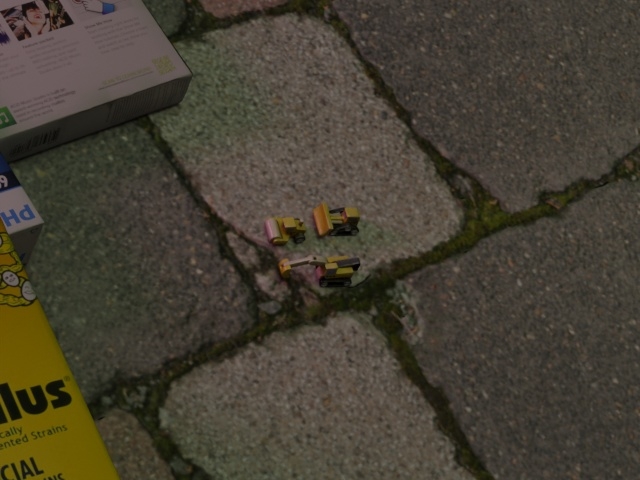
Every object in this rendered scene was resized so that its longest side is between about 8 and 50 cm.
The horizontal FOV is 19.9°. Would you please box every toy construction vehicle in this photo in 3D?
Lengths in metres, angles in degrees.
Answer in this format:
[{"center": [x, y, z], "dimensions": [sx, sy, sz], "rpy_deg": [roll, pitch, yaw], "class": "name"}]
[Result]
[{"center": [0.000, 0.000, 1.774], "dimensions": [0.098, 0.035, 0.085], "rpy_deg": [1, 58, -22], "class": "toy construction vehicle"}]

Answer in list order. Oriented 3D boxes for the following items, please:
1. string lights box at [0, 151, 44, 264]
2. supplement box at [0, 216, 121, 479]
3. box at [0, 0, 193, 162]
[{"center": [-0.374, -0.079, 1.646], "dimensions": [0.133, 0.076, 0.259], "rpy_deg": [-22, 69, -34], "class": "string lights box"}, {"center": [-0.298, 0.173, 1.433], "dimensions": [0.194, 0.195, 0.356], "rpy_deg": [-15, 64, -30], "class": "supplement box"}, {"center": [-0.306, -0.237, 1.797], "dimensions": [0.232, 0.058, 0.322], "rpy_deg": [-22, 70, -33], "class": "box"}]
